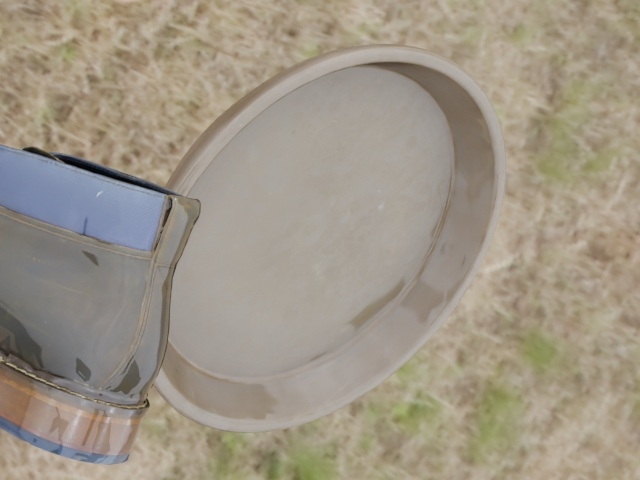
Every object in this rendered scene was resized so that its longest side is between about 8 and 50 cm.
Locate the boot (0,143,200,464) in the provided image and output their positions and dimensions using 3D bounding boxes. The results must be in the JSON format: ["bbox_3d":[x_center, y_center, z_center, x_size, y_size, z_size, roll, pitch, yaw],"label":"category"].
[{"bbox_3d":[-0.148,-0.006,0.513,0.106,0.219,0.082,-66,163,6],"label":"boot"}]

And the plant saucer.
[{"bbox_3d":[0.000,0.000,0.799,0.278,0.041,0.278,-21,131,-26],"label":"plant saucer"}]
